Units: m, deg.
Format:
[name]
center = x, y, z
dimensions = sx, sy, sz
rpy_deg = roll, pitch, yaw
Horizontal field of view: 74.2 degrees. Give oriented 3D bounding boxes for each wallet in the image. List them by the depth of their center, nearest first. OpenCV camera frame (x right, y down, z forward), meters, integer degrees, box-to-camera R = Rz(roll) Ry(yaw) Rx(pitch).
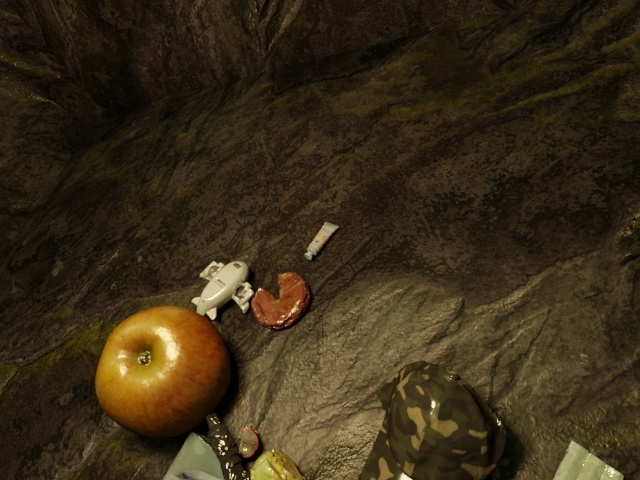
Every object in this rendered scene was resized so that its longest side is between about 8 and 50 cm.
[wallet]
center = -0.326, 0.714, 1.167
dimensions = 0.290, 0.054, 0.251
rpy_deg = 24, 72, 29

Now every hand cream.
[hand cream]
center = 0.000, 0.000, 1.585
dimensions = 0.065, 0.043, 0.171
rpy_deg = 22, 61, 30

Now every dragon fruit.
[dragon fruit]
center = -0.201, 0.579, 1.213
dimensions = 0.060, 0.056, 0.083
rpy_deg = 11, 73, 4

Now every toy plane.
[toy plane]
center = -0.357, 0.181, 1.555
dimensions = 0.252, 0.118, 0.252
rpy_deg = -5, 59, 9

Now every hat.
[hat]
center = 0.228, 0.511, 0.982
dimensions = 0.366, 0.258, 0.381
rpy_deg = 15, 42, 35

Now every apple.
[apple]
center = -0.487, 0.390, 1.304
dimensions = 0.400, 0.334, 0.401
rpy_deg = -15, 48, 18

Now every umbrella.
[umbrella]
center = -0.269, 0.580, 1.174
dimensions = 0.066, 0.059, 0.235
rpy_deg = -12, 39, -33

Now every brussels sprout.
[brussels sprout]
center = -0.116, 0.627, 1.079
dimensions = 0.122, 0.149, 0.151
rpy_deg = -55, 38, -3

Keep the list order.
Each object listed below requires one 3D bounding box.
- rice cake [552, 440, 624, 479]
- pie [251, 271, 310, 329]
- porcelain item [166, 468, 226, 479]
[rice cake]
center = 0.544, 0.556, 0.899
dimensions = 0.124, 0.038, 0.211
rpy_deg = 31, 72, 39
[pie]
center = -0.137, 0.207, 1.475
dimensions = 0.218, 0.054, 0.204
rpy_deg = -43, 49, -11
[porcelain item]
center = -0.338, 0.781, 0.995
dimensions = 0.242, 0.178, 0.406
rpy_deg = 6, 71, 28
